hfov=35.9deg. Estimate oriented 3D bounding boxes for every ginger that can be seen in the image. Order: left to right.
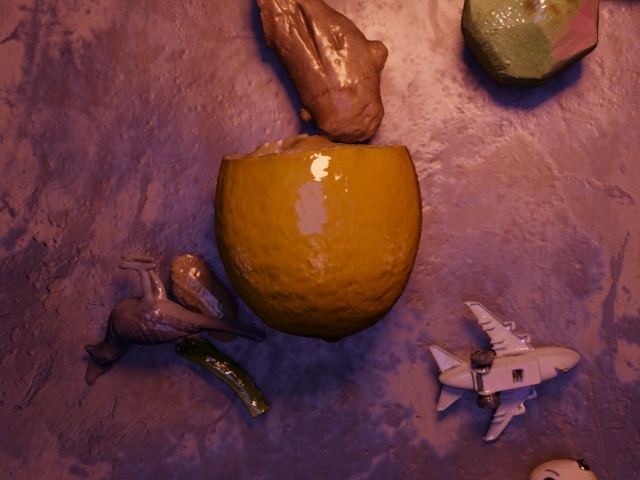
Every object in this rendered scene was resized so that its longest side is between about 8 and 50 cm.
[{"bbox_3d":[-0.007,-0.327,1.693,0.190,0.126,0.354,-39,89,7],"label":"ginger"}]

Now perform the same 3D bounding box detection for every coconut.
[{"bbox_3d":[0.357,-0.372,1.637,0.236,0.204,0.235,-4,75,17],"label":"coconut"}]

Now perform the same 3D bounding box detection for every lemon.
[{"bbox_3d":[0.000,0.000,1.583,0.365,0.364,0.364,0,89,3],"label":"lemon"}]

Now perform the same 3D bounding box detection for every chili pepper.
[{"bbox_3d":[-0.167,0.233,1.736,0.202,0.050,0.052,41,55,5],"label":"chili pepper"}]

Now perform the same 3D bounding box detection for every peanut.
[{"bbox_3d":[-0.203,0.102,1.724,0.080,0.080,0.174,-36,90,2],"label":"peanut"}]

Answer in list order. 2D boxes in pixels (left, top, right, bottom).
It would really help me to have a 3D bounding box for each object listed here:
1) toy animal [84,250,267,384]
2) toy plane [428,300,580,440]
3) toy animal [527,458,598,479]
[{"bbox_3d":[-0.282,0.116,1.683,0.367,0.081,0.205,-15,101,23],"label":"toy animal"},{"bbox_3d":[0.318,0.223,1.681,0.256,0.101,0.250,-8,101,3],"label":"toy plane"},{"bbox_3d":[0.401,0.459,1.656,0.138,0.166,0.179,-2,77,-25],"label":"toy animal"}]
